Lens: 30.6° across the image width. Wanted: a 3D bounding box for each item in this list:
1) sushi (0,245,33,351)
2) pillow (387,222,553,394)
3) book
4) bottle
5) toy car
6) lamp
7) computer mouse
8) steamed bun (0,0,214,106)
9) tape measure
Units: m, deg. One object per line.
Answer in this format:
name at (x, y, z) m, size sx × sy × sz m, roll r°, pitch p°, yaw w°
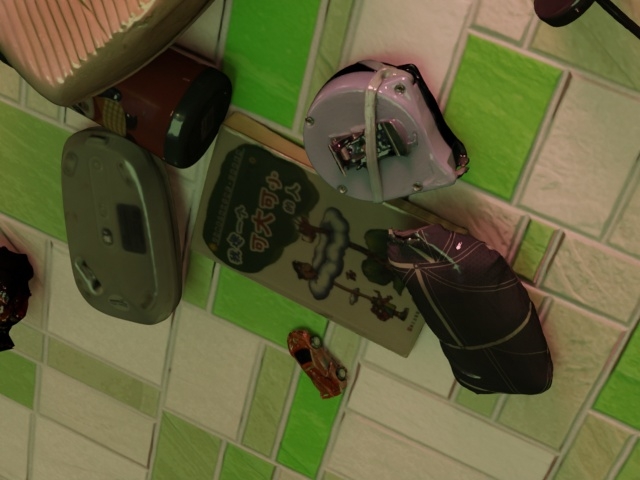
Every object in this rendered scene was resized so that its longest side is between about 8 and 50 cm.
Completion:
sushi at (-0.566, 0.079, 1.966) m, size 0.172 × 0.153 × 0.150 m, roll 49°, pitch 116°, yaw 18°
pillow at (0.204, 0.097, 1.574) m, size 0.161 × 0.092 × 0.335 m, roll -10°, pitch 130°, yaw 30°
book at (0.000, 0.000, 1.667) m, size 0.371 × 0.043 × 0.260 m, roll 26°, pitch 132°, yaw 8°
bottle at (-0.295, -0.231, 1.592) m, size 0.336 × 0.144 × 0.144 m, roll 28°, pitch 132°, yaw 11°
toy car at (-0.008, 0.191, 1.817) m, size 0.059 × 0.035 × 0.122 m, roll -23°, pitch 112°, yaw 42°
lamp at (0.390, -0.179, 1.276) m, size 0.371 × 0.108 × 0.130 m, roll 43°, pitch 136°, yaw -7°
computer mouse at (-0.299, -0.020, 1.782) m, size 0.197 × 0.095 × 0.331 m, roll 11°, pitch 119°, yaw 20°
steamed bun at (-0.234, -0.353, 1.405) m, size 0.247 × 0.236 × 0.383 m, roll 49°, pitch 119°, yaw 3°
tape measure at (0.071, -0.135, 1.486) m, size 0.181 × 0.107 × 0.182 m, roll -22°, pitch 114°, yaw 31°
